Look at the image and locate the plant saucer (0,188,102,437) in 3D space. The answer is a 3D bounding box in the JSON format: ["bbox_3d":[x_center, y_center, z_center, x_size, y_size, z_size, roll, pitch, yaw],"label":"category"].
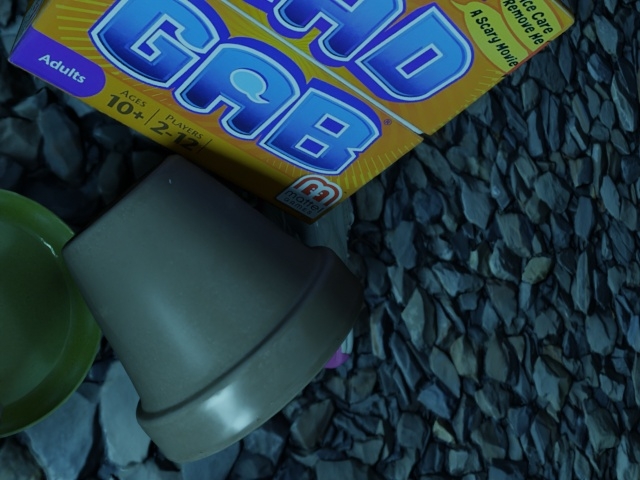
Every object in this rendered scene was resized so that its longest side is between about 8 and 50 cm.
[{"bbox_3d":[-0.329,0.069,0.789,0.241,0.037,0.241,7,78,-37],"label":"plant saucer"}]

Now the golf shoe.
[{"bbox_3d":[0.000,0.000,1.011,0.140,0.115,0.306,-18,94,-42],"label":"golf shoe"}]

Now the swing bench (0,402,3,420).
[{"bbox_3d":[-0.386,0.217,0.564,0.253,0.165,0.255,28,26,-30],"label":"swing bench"}]

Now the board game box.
[{"bbox_3d":[-0.032,-0.306,0.819,0.356,0.356,0.357,28,44,-31],"label":"board game box"}]

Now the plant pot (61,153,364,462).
[{"bbox_3d":[-0.128,0.047,0.819,0.229,0.263,0.263,49,56,-13],"label":"plant pot"}]
